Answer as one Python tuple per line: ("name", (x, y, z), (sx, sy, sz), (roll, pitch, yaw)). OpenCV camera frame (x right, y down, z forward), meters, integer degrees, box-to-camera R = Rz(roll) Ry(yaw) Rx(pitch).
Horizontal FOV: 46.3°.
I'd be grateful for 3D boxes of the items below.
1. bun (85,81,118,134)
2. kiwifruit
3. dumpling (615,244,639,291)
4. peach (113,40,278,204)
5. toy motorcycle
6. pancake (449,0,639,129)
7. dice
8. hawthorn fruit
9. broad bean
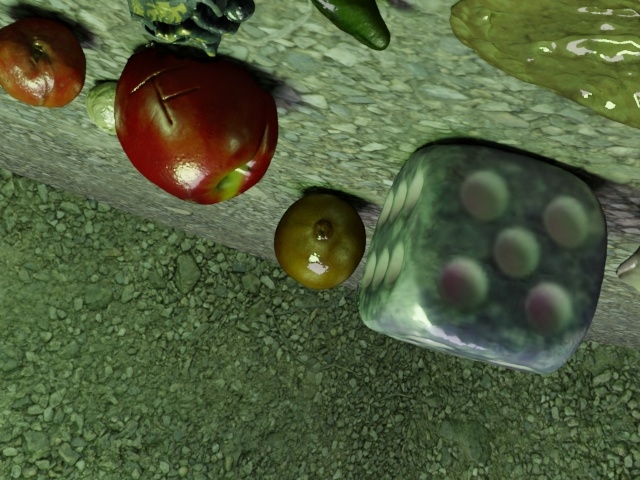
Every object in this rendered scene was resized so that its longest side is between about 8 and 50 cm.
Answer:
("bun", (-0.315, -0.202, 1.177), (0.115, 0.069, 0.115), (13, 172, 2))
("kiwifruit", (0.000, 0.000, 1.525), (0.196, 0.196, 0.234), (15, 165, 0))
("dumpling", (0.531, 0.024, 1.002), (0.193, 0.147, 0.258), (-15, 178, -25))
("peach", (-0.165, -0.164, 0.981), (0.190, 0.226, 0.196), (-19, 158, -41))
("toy motorcycle", (-0.124, -0.228, 0.722), (0.124, 0.061, 0.193), (13, 170, -2))
("pancake", (0.215, -0.163, 0.611), (0.242, 0.050, 0.242), (23, 174, 3))
("dice", (0.222, 0.031, 1.073), (0.271, 0.270, 0.270), (17, 171, -8))
("hawthorn fruit", (-0.360, -0.229, 0.956), (0.128, 0.128, 0.128), (15, 171, 2))
("broad bean", (-0.010, -0.219, 0.624), (0.195, 0.046, 0.061), (24, 180, -22))
